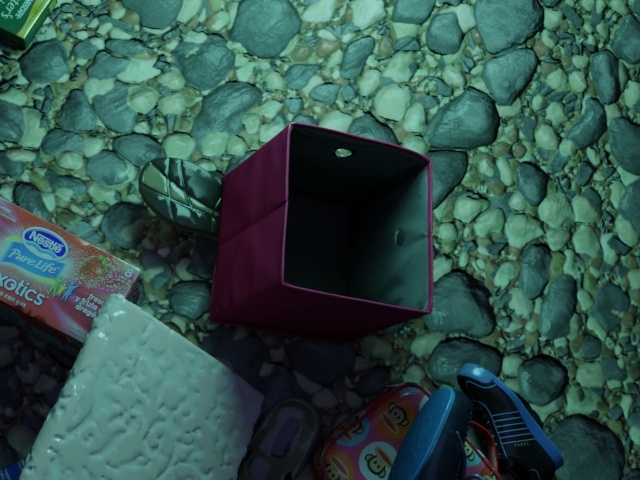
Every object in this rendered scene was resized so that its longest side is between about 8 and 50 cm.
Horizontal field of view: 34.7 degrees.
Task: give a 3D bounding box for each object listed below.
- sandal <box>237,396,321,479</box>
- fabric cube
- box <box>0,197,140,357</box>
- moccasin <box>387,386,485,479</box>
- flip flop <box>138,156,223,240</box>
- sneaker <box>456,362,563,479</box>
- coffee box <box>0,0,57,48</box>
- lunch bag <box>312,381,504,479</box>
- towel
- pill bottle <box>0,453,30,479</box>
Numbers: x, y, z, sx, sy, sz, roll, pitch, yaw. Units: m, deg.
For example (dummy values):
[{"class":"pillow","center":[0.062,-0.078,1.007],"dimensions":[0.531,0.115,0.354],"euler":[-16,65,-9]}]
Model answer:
[{"class":"sandal","center":[-0.090,0.373,1.565],"dimensions":[0.120,0.086,0.302],"euler":[24,69,-2]},{"class":"fabric cube","center":[0.000,0.000,1.583],"dimensions":[0.254,0.258,0.259],"euler":[12,70,-26]},{"class":"box","center":[-0.439,0.057,1.570],"dimensions":[0.300,0.154,0.142],"euler":[27,69,0]},{"class":"moccasin","center":[0.154,0.385,1.476],"dimensions":[0.117,0.138,0.342],"euler":[24,82,-9]},{"class":"flip flop","center":[-0.176,-0.048,1.701],"dimensions":[0.277,0.080,0.112],"euler":[20,70,-20]},{"class":"sneaker","center":[0.292,0.308,1.663],"dimensions":[0.090,0.081,0.232],"euler":[-39,84,-27]},{"class":"coffee box","center":[-0.561,-0.420,1.764],"dimensions":[0.184,0.040,0.113],"euler":[28,69,-1]},{"class":"lunch bag","center":[0.159,0.370,1.592],"dimensions":[0.258,0.120,0.293],"euler":[-36,85,-17]},{"class":"towel","center":[-0.249,0.292,1.470],"dimensions":[0.317,0.053,0.331],"euler":[39,55,-29]},{"class":"pill bottle","center":[-0.457,0.413,1.446],"dimensions":[0.265,0.153,0.153],"euler":[-28,79,-17]}]
